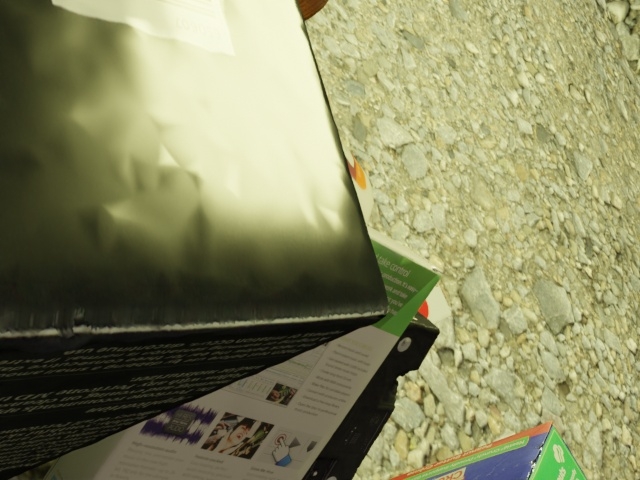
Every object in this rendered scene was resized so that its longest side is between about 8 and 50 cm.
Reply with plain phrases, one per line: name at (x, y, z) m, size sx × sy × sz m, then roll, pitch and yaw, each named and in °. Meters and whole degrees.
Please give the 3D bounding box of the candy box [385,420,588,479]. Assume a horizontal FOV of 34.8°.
candy box at (0.203, 0.389, 1.111) m, size 0.317 × 0.268 × 0.122 m, roll 57°, pitch 32°, yaw -9°

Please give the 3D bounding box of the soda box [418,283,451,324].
soda box at (0.080, 0.101, 1.302) m, size 0.216 × 0.074 × 0.069 m, roll -19°, pitch 83°, yaw -54°

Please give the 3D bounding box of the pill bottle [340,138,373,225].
pill bottle at (-0.136, -0.125, 0.997) m, size 0.392 × 0.224 × 0.224 m, roll 51°, pitch 36°, yaw -33°

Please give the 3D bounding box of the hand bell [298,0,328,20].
hand bell at (-0.075, -0.240, 1.177) m, size 0.126 × 0.242 × 0.126 m, roll 29°, pitch 48°, yaw -38°

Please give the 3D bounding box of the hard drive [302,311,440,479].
hard drive at (-0.056, 0.145, 0.985) m, size 0.339 × 0.237 × 0.064 m, roll 15°, pitch 18°, yaw -46°

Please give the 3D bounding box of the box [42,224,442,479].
box at (-0.058, 0.114, 0.874) m, size 0.232 × 0.322 × 0.058 m, roll 27°, pitch 11°, yaw -48°

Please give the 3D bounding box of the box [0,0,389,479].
box at (-0.275, -0.095, 0.635) m, size 0.297 × 0.471 × 0.480 m, roll 4°, pitch 66°, yaw -52°
